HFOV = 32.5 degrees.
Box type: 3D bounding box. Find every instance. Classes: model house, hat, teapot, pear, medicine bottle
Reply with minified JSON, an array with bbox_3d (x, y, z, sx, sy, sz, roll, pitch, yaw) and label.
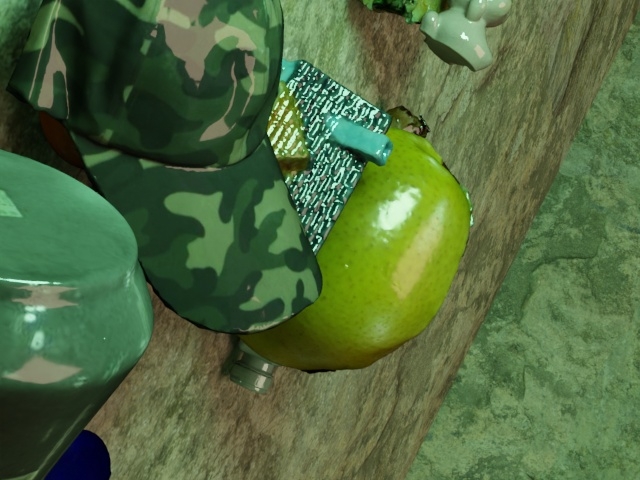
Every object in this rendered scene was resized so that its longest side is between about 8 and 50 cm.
[{"bbox_3d":[-0.061,-0.095,1.343,0.261,0.241,0.226,-62,160,-15],"label":"model house"},{"bbox_3d":[-0.083,-0.119,1.084,0.257,0.382,0.366,-40,-179,41],"label":"hat"},{"bbox_3d":[-0.345,0.123,0.868,0.376,0.305,0.362,6,115,-39],"label":"teapot"},{"bbox_3d":[0.000,0.000,1.514,0.386,0.340,0.191,-46,142,18],"label":"pear"},{"bbox_3d":[-0.070,0.127,1.734,0.121,0.083,0.229,51,61,-79],"label":"medicine bottle"}]

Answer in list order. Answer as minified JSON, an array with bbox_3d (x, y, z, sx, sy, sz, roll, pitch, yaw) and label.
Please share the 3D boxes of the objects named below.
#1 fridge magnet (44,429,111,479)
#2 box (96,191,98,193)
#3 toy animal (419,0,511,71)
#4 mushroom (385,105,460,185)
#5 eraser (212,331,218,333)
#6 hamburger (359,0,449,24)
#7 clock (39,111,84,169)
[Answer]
[{"bbox_3d":[-0.339,0.317,1.214,0.265,0.112,0.265,-49,161,-24],"label":"fridge magnet"},{"bbox_3d":[-0.285,0.074,1.241,0.285,0.044,0.142,-59,152,-24],"label":"box"},{"bbox_3d":[0.239,-0.359,1.606,0.212,0.124,0.124,-62,158,0],"label":"toy animal"},{"bbox_3d":[0.117,-0.067,1.871,0.254,0.267,0.267,-99,-164,-60],"label":"mushroom"},{"bbox_3d":[-0.155,0.099,1.596,0.038,0.019,0.083,-57,156,-30],"label":"eraser"},{"bbox_3d":[0.161,-0.436,1.676,0.309,0.132,0.211,-15,124,-62],"label":"hamburger"},{"bbox_3d":[-0.219,-0.172,1.146,0.205,0.051,0.205,-46,147,-43],"label":"clock"}]
